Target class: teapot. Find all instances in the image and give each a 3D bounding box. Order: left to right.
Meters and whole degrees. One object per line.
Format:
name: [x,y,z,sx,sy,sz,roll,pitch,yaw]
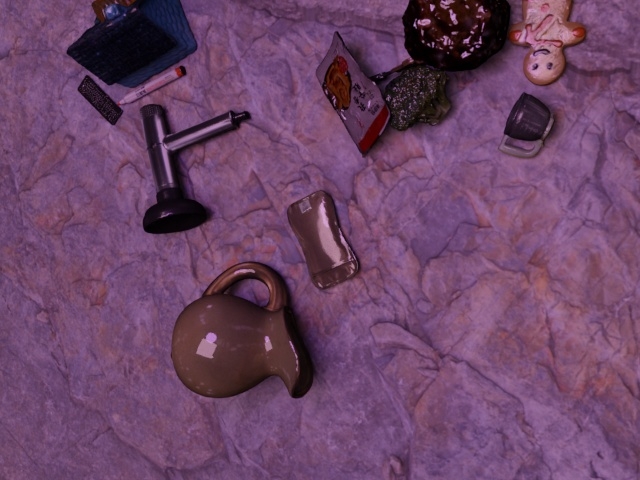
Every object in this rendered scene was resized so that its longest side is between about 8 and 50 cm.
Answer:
teapot: [0.425,-0.233,1.582,0.091,0.124,0.092,25,62,5]

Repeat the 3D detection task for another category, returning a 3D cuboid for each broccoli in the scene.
broccoli: [0.204,-0.303,1.638,0.138,0.145,0.162,23,122,-19]

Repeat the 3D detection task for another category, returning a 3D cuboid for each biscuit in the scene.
biscuit: [0.457,-0.432,1.570,0.153,0.030,0.234,8,96,25]

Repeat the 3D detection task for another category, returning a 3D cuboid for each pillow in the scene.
pillow: [0.000,0.000,1.800,0.130,0.033,0.217,-27,84,26]

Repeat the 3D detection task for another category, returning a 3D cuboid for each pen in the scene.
pen: [-0.433,-0.388,1.967,0.218,0.026,0.026,-21,86,24]

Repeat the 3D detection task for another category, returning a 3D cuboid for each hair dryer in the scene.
hair dryer: [-0.317,-0.197,1.868,0.284,0.156,0.320,-12,81,34]

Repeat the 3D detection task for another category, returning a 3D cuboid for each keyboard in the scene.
keyboard: [-0.580,-0.369,2.042,0.155,0.010,0.053,44,108,15]

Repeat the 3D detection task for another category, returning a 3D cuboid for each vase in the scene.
vase: [-0.173,0.202,1.812,0.302,0.241,0.329,-3,67,12]

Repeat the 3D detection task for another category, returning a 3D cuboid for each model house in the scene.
model house: [-0.491,-0.513,1.870,0.261,0.241,0.226,-24,86,24]

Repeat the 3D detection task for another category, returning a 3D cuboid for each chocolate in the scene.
chocolate: [0.259,-0.462,1.527,0.224,0.177,0.206,-37,64,2]

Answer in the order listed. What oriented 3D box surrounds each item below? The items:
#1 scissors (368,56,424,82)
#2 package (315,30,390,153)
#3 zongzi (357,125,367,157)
scissors: [0.138,-0.361,1.701,0.220,0.088,0.017,-15,94,35]
package: [0.069,-0.323,1.696,0.239,0.030,0.154,59,149,15]
zongzi: [0.094,-0.241,1.745,0.076,0.040,0.083,49,128,20]
